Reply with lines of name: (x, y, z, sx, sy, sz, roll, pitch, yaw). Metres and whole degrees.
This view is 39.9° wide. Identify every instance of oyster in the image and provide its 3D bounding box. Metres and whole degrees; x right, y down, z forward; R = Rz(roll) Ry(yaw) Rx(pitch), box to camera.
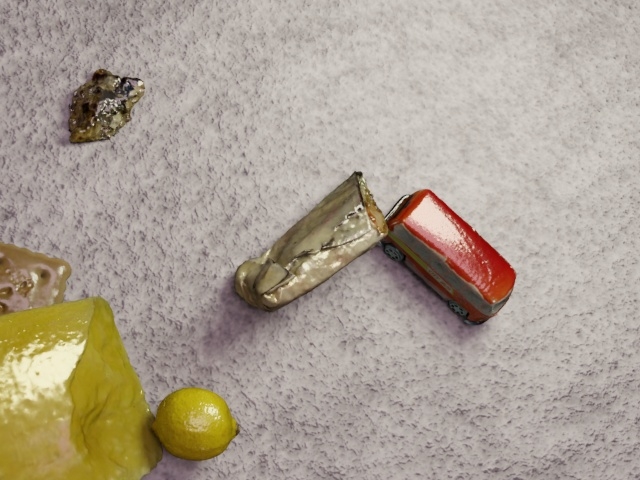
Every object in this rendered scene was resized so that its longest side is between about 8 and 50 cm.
oyster: (-0.358, -0.218, 1.438, 0.103, 0.051, 0.148, 24, 77, -5)

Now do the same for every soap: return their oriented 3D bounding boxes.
soap: (-0.396, 0.245, 1.175, 0.427, 0.115, 0.306, -21, 93, -48)

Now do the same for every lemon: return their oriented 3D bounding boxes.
lemon: (-0.186, 0.275, 1.321, 0.133, 0.109, 0.109, 6, 72, -11)

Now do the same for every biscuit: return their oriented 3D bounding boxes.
biscuit: (-0.500, 0.153, 1.275, 0.217, 0.044, 0.325, 15, 70, -14)

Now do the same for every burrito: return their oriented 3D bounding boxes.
burrito: (0.009, 0.001, 1.448, 0.347, 0.175, 0.107, -39, 120, -27)

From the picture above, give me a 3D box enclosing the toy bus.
toy bus: (0.230, 0.029, 1.546, 0.265, 0.120, 0.121, 43, 66, -3)
